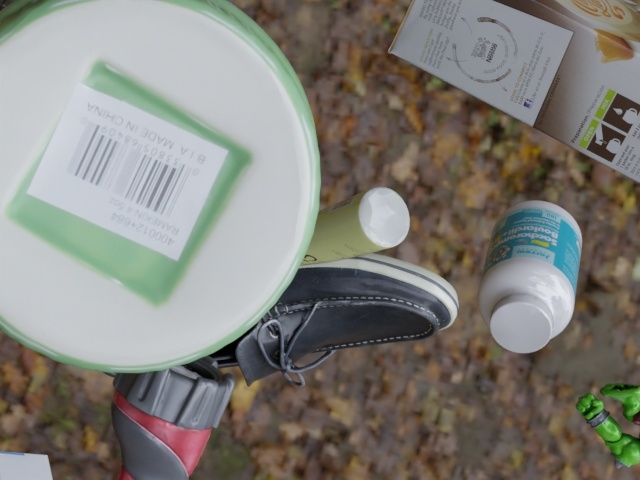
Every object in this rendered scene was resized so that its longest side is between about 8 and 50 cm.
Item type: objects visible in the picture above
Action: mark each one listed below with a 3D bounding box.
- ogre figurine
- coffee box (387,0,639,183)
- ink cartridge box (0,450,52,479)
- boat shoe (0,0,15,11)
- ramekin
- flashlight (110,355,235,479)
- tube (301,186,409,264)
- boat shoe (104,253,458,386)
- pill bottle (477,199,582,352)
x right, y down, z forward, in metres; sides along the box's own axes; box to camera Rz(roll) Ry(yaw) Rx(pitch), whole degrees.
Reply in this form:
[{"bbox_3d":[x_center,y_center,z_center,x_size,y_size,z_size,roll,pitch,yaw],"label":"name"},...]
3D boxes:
[{"bbox_3d":[0.459,0.246,1.938,0.197,0.097,0.118,-16,100,-16],"label":"ogre figurine"},{"bbox_3d":[0.200,-0.159,1.182,0.098,0.246,0.141,-66,172,28],"label":"coffee box"},{"bbox_3d":[-0.421,0.321,1.829,0.088,0.122,0.052,16,48,-50],"label":"ink cartridge box"},{"bbox_3d":[-0.405,-0.182,1.484,0.122,0.120,0.324,54,28,-21],"label":"boat shoe"},{"bbox_3d":[-0.142,-0.048,1.036,0.303,0.148,0.303,-1,98,-8],"label":"ramekin"},{"bbox_3d":[-0.179,0.239,1.256,0.304,0.103,0.103,-65,162,7],"label":"flashlight"},{"bbox_3d":[0.000,0.000,1.459,0.070,0.240,0.062,41,60,-20],"label":"tube"},{"bbox_3d":[-0.067,0.114,1.876,0.187,0.500,0.156,82,8,-58],"label":"boat shoe"},{"bbox_3d":[0.321,0.060,2.165,0.264,0.146,0.146,-68,146,-56],"label":"pill bottle"}]
